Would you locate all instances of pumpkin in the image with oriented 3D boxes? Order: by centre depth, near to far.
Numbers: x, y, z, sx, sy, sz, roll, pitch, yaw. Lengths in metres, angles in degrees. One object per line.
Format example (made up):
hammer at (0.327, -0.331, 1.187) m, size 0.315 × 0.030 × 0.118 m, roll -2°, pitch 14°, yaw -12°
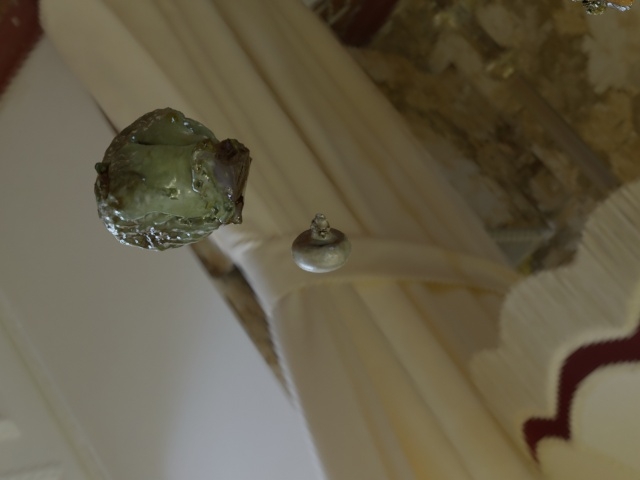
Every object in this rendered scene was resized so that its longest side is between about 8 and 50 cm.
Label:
pumpkin at (0.358, -0.316, 1.659) m, size 0.083 × 0.074 × 0.054 m, roll -109°, pitch -148°, yaw -80°

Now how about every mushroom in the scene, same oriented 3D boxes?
mushroom at (0.000, 0.000, 1.746) m, size 0.085 × 0.085 × 0.079 m, roll -21°, pitch 118°, yaw -28°

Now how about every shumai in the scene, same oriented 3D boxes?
shumai at (-0.171, -0.066, 1.551) m, size 0.184 × 0.184 × 0.142 m, roll -14°, pitch -176°, yaw -37°
